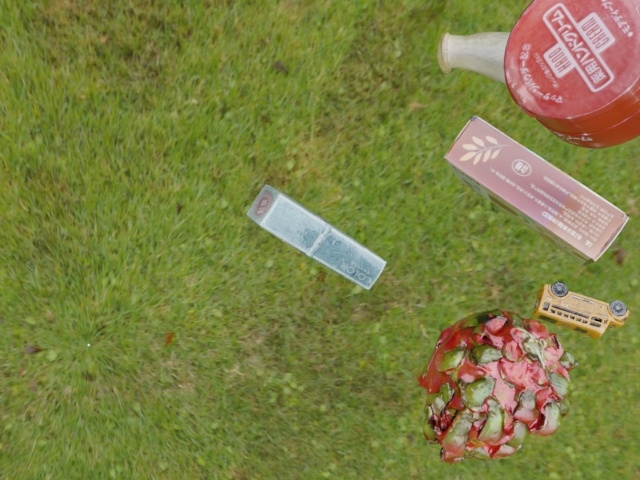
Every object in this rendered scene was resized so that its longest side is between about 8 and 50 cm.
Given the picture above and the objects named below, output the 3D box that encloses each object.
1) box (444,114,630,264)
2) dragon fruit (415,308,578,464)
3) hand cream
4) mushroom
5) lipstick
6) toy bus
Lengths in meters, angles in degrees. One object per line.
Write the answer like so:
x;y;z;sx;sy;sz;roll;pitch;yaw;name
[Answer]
0.490;-0.102;1.705;0.385;0.344;0.122;37;97;16;box
0.285;0.255;1.266;0.231;0.237;0.303;31;114;-16;dragon fruit
0.337;-0.218;0.922;0.125;0.193;0.193;21;74;-47;hand cream
0.357;-0.364;1.487;0.246;0.096;0.108;17;88;18;mushroom
0.000;0.000;1.390;0.289;0.076;0.078;32;91;-32;lipstick
0.576;0.161;1.650;0.194;0.083;0.088;18;75;10;toy bus
